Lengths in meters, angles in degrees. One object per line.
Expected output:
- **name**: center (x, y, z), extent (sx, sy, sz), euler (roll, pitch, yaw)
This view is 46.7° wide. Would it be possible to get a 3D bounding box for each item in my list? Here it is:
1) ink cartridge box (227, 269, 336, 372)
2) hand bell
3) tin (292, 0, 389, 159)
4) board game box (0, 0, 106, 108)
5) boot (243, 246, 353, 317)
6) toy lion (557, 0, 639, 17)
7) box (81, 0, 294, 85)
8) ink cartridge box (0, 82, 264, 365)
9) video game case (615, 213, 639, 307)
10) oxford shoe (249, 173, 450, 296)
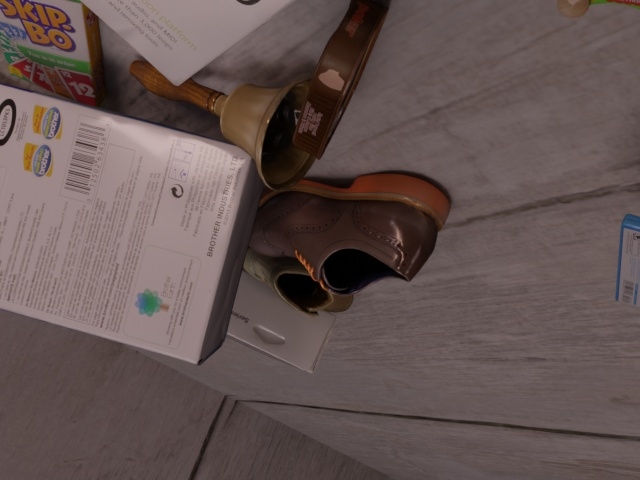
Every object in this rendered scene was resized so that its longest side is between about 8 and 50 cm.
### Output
- **ink cartridge box**: center (-0.105, 0.150, 1.390), extent (0.198, 0.115, 0.273), euler (27, 169, -10)
- **hand bell**: center (-0.124, -0.157, 0.836), extent (0.242, 0.126, 0.126), euler (25, 160, 24)
- **tin**: center (0.016, -0.149, 0.694), extent (0.040, 0.106, 0.190), euler (30, 157, 1)
- **board game box**: center (-0.321, -0.250, 0.868), extent (0.124, 0.039, 0.259), euler (22, 155, -4)
- **boot**: center (-0.011, 0.079, 1.181), extent (0.213, 0.077, 0.165), euler (28, 180, -27)
- **toy lion**: center (0.208, -0.198, 0.511), extent (0.100, 0.034, 0.096), euler (15, 149, 15)
- **box**: center (-0.057, -0.220, 0.326), extent (0.232, 0.059, 0.322), euler (41, 142, -25)
- **ink cartridge box**: center (-0.291, -0.032, 0.942), extent (0.395, 0.270, 0.151), euler (15, 180, 3)
- **video game case**: center (0.333, 0.039, 0.612), extent (0.166, 0.015, 0.119), euler (18, 151, 30)
- **oxford shoe**: center (0.000, 0.000, 0.999), extent (0.130, 0.133, 0.363), euler (36, 154, -32)
